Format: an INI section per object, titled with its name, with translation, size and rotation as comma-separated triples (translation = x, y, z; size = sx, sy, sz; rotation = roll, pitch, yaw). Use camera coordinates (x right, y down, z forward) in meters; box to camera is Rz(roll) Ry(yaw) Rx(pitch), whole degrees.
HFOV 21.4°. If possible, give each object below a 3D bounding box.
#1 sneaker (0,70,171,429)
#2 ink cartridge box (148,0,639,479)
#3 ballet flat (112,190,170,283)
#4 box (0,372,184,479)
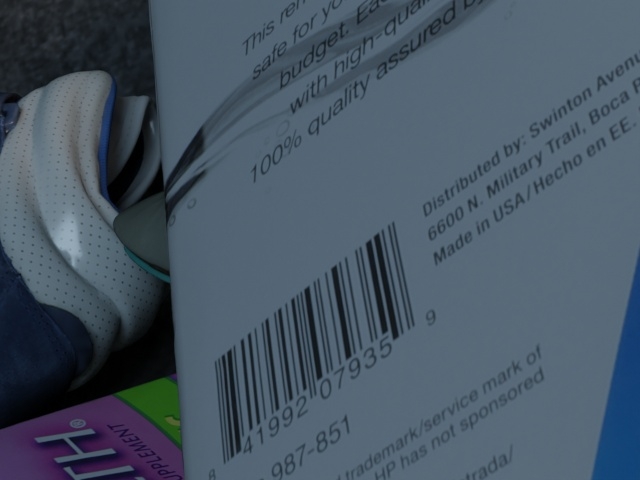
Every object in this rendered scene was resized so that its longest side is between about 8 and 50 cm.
[sneaker]
translation = -0.197, -0.019, 0.821
size = 0.236, 0.130, 0.323
rotation = -26, 39, -17
[ink cartridge box]
translation = 0.076, -0.022, 0.448
size = 0.223, 0.129, 0.307
rotation = -37, 42, 29
[ballet flat]
translation = 0.000, 0.000, 0.648
size = 0.213, 0.072, 0.068
rotation = 25, 120, 40
[box]
translation = -0.011, 0.142, 0.572
size = 0.243, 0.117, 0.213
rotation = -17, 32, -30
